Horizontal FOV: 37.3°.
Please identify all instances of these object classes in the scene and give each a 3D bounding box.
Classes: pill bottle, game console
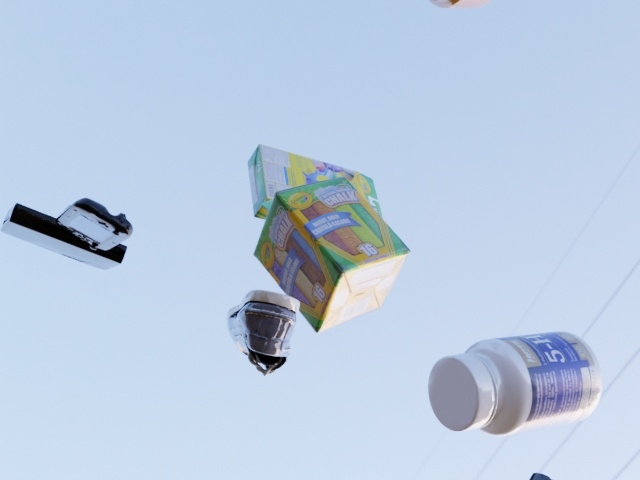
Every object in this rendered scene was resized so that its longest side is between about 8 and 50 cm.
[{"bbox_3d":[0.221,0.165,1.087,0.187,0.112,0.112,-2,-41,-34],"label":"pill bottle"},{"bbox_3d":[-0.427,-0.019,1.647,0.213,0.043,0.361,23,-18,-21],"label":"game console"}]

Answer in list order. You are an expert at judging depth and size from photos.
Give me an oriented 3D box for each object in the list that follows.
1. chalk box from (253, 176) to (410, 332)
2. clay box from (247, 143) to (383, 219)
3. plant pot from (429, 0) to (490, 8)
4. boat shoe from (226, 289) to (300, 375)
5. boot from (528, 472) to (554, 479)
[{"bbox_3d":[0.000,0.000,1.358,0.213,0.132,0.132,50,-42,27],"label":"chalk box"},{"bbox_3d":[-0.006,-0.073,1.563,0.222,0.127,0.053,15,-46,-26],"label":"clay box"},{"bbox_3d":[0.138,-0.426,1.327,0.188,0.205,0.205,-8,-49,-22],"label":"plant pot"},{"bbox_3d":[-0.065,0.105,0.984,0.075,0.064,0.206,13,-19,-5],"label":"boat shoe"},{"bbox_3d":[0.192,0.271,0.811,0.121,0.099,0.045,47,-24,-12],"label":"boot"}]
